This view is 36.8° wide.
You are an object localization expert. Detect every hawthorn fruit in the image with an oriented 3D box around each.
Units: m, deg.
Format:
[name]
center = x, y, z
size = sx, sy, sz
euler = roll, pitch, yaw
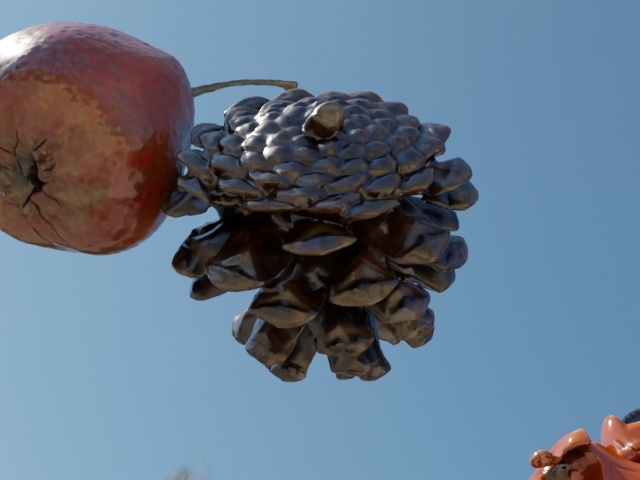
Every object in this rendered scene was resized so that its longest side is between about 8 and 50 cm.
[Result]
[hawthorn fruit]
center = -0.124, -0.099, 0.699
size = 0.165, 0.285, 0.165
euler = 20, -52, 27

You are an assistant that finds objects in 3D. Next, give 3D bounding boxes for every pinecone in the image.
[pinecone]
center = 0.000, 0.000, 0.619
size = 0.207, 0.208, 0.208
euler = 12, -45, 13

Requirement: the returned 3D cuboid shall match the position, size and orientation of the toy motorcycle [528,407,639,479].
[toy motorcycle]
center = 0.286, 0.280, 0.839
size = 0.221, 0.326, 0.148
euler = -10, -50, -2
